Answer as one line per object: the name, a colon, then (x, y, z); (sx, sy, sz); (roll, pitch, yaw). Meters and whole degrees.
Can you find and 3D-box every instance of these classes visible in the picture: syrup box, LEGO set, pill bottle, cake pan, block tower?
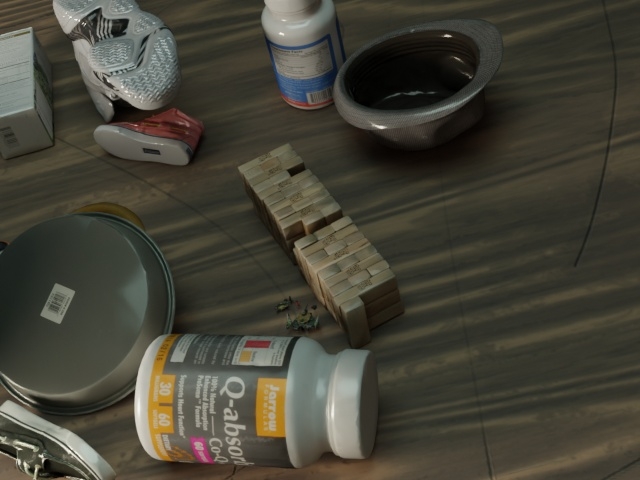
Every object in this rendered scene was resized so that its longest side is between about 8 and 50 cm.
syrup box: (-0.535, -0.264, 1.863); (0.096, 0.093, 0.237); (-16, 48, 0)
LEGO set: (-0.028, 0.108, 1.471); (0.054, 0.023, 0.083); (-22, 35, -9)
pill bottle: (-0.075, 0.198, 1.306); (0.278, 0.162, 0.162); (0, 50, 14)
cake pan: (-0.348, 0.093, 1.457); (0.293, 0.054, 0.293); (-4, 73, 12)
pill bottle: (-0.028, -0.333, 1.718); (0.124, 0.221, 0.124); (-7, 48, 7)
block tower: (0.000, 0.000, 1.509); (0.097, 0.091, 0.335); (-27, 50, -10)

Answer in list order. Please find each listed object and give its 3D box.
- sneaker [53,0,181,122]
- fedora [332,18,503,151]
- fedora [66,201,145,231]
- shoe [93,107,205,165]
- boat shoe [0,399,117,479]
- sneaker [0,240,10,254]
sneaker: (-0.313, -0.278, 1.742); (0.137, 0.210, 0.366); (-30, 49, -13)
fedora: (0.162, -0.228, 1.646); (0.275, 0.124, 0.244); (-11, 45, 15)
fedora: (-0.334, 0.039, 1.560); (0.194, 0.079, 0.194); (-7, 58, 11)
shoe: (-0.283, -0.179, 1.754); (0.178, 0.063, 0.081); (11, 51, 15)
boat shoe: (-0.356, 0.280, 1.362); (0.219, 0.078, 0.070); (16, 54, 35)
sneaker: (-0.587, 0.109, 1.547); (0.180, 0.125, 0.321); (17, 44, 30)
